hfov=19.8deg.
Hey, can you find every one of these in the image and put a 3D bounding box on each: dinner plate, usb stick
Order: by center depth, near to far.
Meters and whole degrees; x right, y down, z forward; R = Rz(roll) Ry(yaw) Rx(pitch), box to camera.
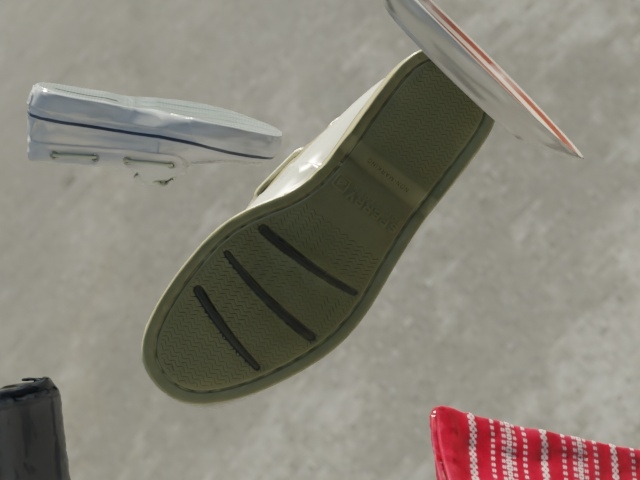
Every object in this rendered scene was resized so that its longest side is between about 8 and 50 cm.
[{"bbox_3d":[0.067,-0.083,0.852,0.017,0.141,0.141,-45,26,11],"label":"dinner plate"},{"bbox_3d":[-0.195,0.234,1.264,0.045,0.278,0.077,-3,5,38],"label":"usb stick"}]

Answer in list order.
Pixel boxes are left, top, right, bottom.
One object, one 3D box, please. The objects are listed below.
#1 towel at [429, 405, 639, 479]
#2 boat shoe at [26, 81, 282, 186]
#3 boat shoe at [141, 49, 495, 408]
[{"bbox_3d":[0.210,0.218,1.325,0.199,0.274,0.031,-95,23,-44],"label":"towel"},{"bbox_3d":[-0.149,-0.085,1.629,0.083,0.226,0.076,-74,-6,-76],"label":"boat shoe"},{"bbox_3d":[0.000,0.000,1.238,0.302,0.113,0.103,-43,1,-13],"label":"boat shoe"}]
